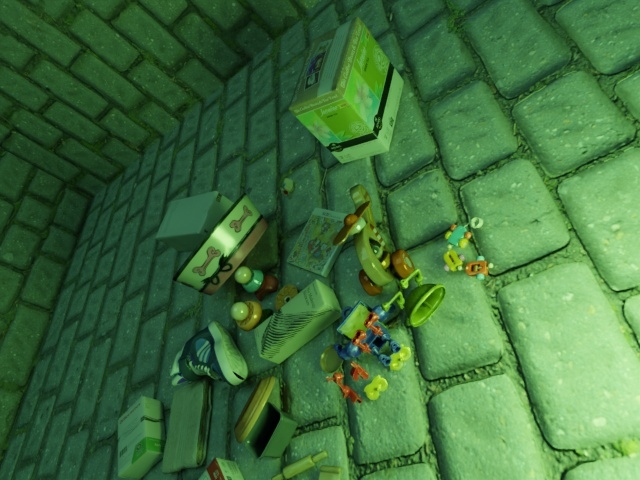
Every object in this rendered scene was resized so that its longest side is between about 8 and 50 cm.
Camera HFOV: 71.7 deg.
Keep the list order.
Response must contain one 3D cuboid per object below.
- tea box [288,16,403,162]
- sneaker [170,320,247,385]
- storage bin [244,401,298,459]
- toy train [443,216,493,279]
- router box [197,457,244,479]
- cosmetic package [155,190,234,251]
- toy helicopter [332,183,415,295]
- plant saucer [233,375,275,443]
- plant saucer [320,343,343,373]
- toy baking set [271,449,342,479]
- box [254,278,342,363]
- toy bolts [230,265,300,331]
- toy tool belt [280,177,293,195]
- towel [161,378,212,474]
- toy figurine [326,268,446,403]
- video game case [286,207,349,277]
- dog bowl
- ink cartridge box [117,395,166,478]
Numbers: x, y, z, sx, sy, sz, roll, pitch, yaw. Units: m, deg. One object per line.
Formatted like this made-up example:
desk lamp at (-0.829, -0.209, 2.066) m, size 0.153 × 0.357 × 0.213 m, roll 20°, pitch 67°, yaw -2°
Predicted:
tea box at (0.101, -0.511, 1.549) m, size 0.219 × 0.323 × 0.329 m, roll -8°, pitch 58°, yaw 41°
sneaker at (-0.387, 0.434, 1.479) m, size 0.236 × 0.130 × 0.323 m, roll -43°, pitch 34°, yaw -3°
storage bin at (-0.132, 0.526, 1.218) m, size 0.098 × 0.091 × 0.135 m, roll 20°, pitch 76°, yaw 49°
toy train at (0.375, 0.030, 1.118) m, size 0.125 × 0.046 × 0.167 m, roll -14°, pitch 57°, yaw 36°
router box at (-0.280, 0.818, 1.160) m, size 0.301 × 0.082 × 0.335 m, roll -54°, pitch 40°, yaw 0°
cosmetic package at (-0.565, -0.080, 2.024) m, size 0.384 × 0.156 × 0.218 m, roll -2°, pitch 62°, yaw 42°
toy helicopter at (0.124, -0.034, 1.255) m, size 0.140 × 0.235 × 0.355 m, roll -31°, pitch 45°, yaw 25°
plant saucer at (-0.193, 0.475, 1.266) m, size 0.200 × 0.037 × 0.200 m, roll -59°, pitch 1°, yaw 2°
plant saucer at (0.036, 0.335, 1.249) m, size 0.083 × 0.015 × 0.084 m, roll -25°, pitch 47°, yaw 31°
toy baking set at (-0.060, 0.626, 1.066) m, size 0.256 × 0.030 × 0.197 m, roll -27°, pitch 29°, yaw 10°
box at (-0.071, 0.251, 1.352) m, size 0.275 × 0.094 × 0.113 m, roll -41°, pitch 41°, yaw 15°
toy bolts at (-0.202, 0.172, 1.484) m, size 0.218 × 0.158 × 0.229 m, roll -39°, pitch 42°, yaw 17°
toy tool belt at (-0.137, -0.207, 1.786) m, size 0.051 × 0.052 × 0.083 m, roll 129°, pitch 157°, yaw -57°
towel at (-0.447, 0.622, 1.490) m, size 0.187 × 0.049 × 0.283 m, roll -28°, pitch 46°, yaw 30°
toy figurine at (0.121, 0.200, 1.140) m, size 0.363 × 0.191 × 0.217 m, roll -53°, pitch 35°, yaw -1°
video game case at (0.000, 0.000, 1.515) m, size 0.206 × 0.026 × 0.227 m, roll 16°, pitch 75°, yaw 49°
dog bowl at (-0.352, 0.026, 1.630) m, size 0.408 × 0.150 × 0.408 m, roll -48°, pitch 10°, yaw 11°
ink cartridge box at (-0.641, 0.701, 1.585) m, size 0.160 × 0.092 × 0.219 m, roll -43°, pitch 41°, yaw 12°
